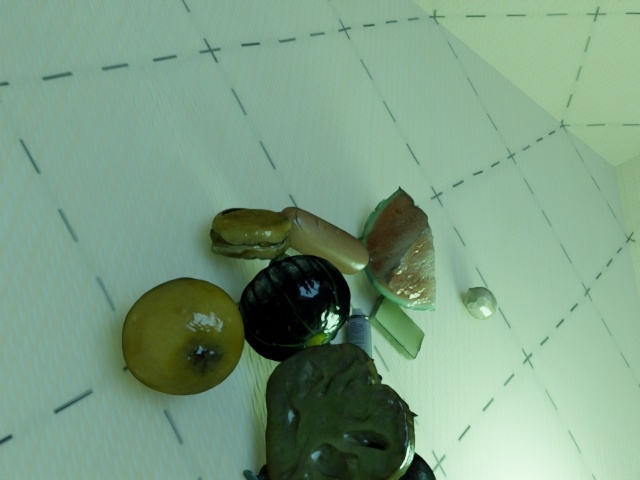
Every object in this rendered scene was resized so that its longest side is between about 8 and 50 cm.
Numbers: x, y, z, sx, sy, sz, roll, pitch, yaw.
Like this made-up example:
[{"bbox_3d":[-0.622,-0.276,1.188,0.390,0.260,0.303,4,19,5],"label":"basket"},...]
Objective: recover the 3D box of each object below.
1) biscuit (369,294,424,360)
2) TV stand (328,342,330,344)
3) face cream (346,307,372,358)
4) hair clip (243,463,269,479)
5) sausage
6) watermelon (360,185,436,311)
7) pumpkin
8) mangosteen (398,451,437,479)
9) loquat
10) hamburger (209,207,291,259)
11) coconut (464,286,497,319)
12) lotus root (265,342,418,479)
[{"bbox_3d":[0.238,0.269,2.099,0.199,0.041,0.121,47,40,-14],"label":"biscuit"},{"bbox_3d":[0.017,0.346,1.842,0.040,0.049,0.256,-4,70,-46],"label":"TV stand"},{"bbox_3d":[0.111,0.302,1.935,0.075,0.075,0.229,21,56,-34],"label":"face cream"},{"bbox_3d":[-0.121,0.637,1.562,0.070,0.039,0.229,-1,70,-45],"label":"hair clip"},{"bbox_3d":[-0.001,0.000,1.961,0.304,0.121,0.121,29,51,-30],"label":"sausage"},{"bbox_3d":[0.216,0.038,2.106,0.222,0.292,0.319,-12,118,-17],"label":"watermelon"},{"bbox_3d":[-0.080,0.146,1.701,0.296,0.296,0.295,22,55,-34],"label":"pumpkin"},{"bbox_3d":[0.137,0.626,1.629,0.300,0.300,0.300,22,55,-34],"label":"mangosteen"},{"bbox_3d":[-0.296,0.211,1.474,0.263,0.263,0.263,22,55,-34],"label":"loquat"},{"bbox_3d":[-0.180,-0.015,1.743,0.214,0.214,0.108,-16,118,-47],"label":"hamburger"},{"bbox_3d":[0.559,0.212,2.386,0.124,0.110,0.110,54,43,-17],"label":"coconut"},{"bbox_3d":[0.024,0.432,1.572,0.390,0.375,0.111,36,-2,32],"label":"lotus root"}]
